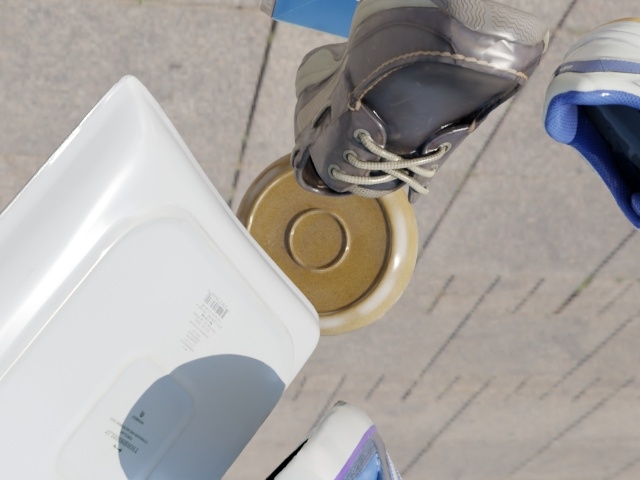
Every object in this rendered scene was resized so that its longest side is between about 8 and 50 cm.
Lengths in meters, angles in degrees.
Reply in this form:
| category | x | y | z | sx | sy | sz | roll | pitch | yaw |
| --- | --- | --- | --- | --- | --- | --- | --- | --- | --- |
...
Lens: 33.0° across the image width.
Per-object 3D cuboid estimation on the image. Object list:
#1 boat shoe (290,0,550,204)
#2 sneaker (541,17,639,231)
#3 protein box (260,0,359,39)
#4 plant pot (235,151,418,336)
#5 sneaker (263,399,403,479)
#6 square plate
| category | x | y | z | sx | sy | sz | roll | pitch | yaw |
| --- | --- | --- | --- | --- | --- | --- | --- | --- | --- |
| boat shoe | 0.062 | -0.090 | 0.807 | 0.132 | 0.130 | 0.355 | 12 | 175 | -12 |
| sneaker | 0.272 | -0.022 | 0.748 | 0.296 | 0.131 | 0.112 | 40 | 135 | 9 |
| protein box | 0.045 | -0.370 | 1.422 | 0.199 | 0.136 | 0.201 | 12 | 105 | -13 |
| plant pot | 0.000 | 0.000 | 1.321 | 0.236 | 0.237 | 0.032 | -12 | 176 | 13 |
| sneaker | 0.058 | 0.247 | 0.783 | 0.130 | 0.236 | 0.323 | -44 | 168 | -8 |
| square plate | -0.147 | 0.120 | 0.743 | 0.049 | 0.344 | 0.347 | 29 | 164 | 34 |
